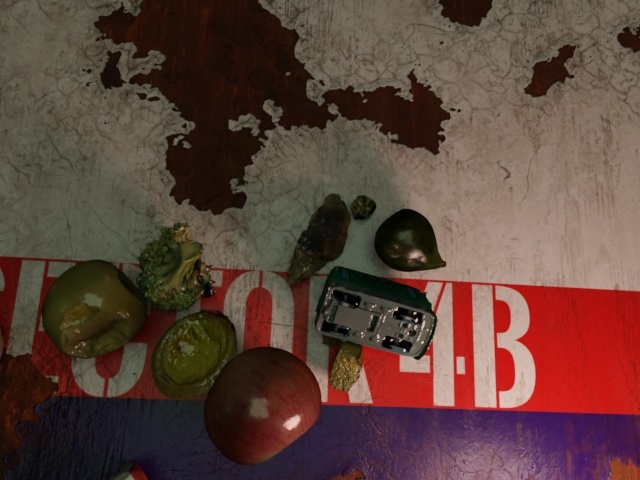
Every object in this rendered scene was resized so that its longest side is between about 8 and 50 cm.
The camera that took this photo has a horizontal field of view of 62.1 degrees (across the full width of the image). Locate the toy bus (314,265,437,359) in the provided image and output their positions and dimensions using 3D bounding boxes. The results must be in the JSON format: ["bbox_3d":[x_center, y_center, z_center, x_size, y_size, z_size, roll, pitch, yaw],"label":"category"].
[{"bbox_3d":[0.160,0.207,1.597,0.344,0.199,0.183,17,112,-3],"label":"toy bus"}]

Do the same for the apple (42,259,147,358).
[{"bbox_3d":[-0.635,0.190,1.495,0.279,0.279,0.279,1,77,-6],"label":"apple"}]

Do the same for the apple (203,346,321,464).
[{"bbox_3d":[-0.163,0.437,1.446,0.345,0.345,0.269,-33,79,-12],"label":"apple"}]

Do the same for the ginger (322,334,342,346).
[{"bbox_3d":[0.024,0.308,1.651,0.097,0.030,0.048,38,48,1],"label":"ginger"}]

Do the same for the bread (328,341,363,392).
[{"bbox_3d":[0.083,0.368,1.595,0.086,0.125,0.156,18,110,4],"label":"bread"}]

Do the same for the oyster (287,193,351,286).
[{"bbox_3d":[-0.001,-0.003,1.677,0.166,0.110,0.341,45,64,-1],"label":"oyster"}]

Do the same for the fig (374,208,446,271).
[{"bbox_3d":[0.292,0.017,1.664,0.245,0.195,0.195,32,76,5],"label":"fig"}]

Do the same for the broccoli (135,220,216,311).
[{"bbox_3d":[-0.398,0.070,1.552,0.247,0.243,0.263,30,55,-14],"label":"broccoli"}]

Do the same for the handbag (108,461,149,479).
[{"bbox_3d":[-0.491,0.774,1.430,0.171,0.151,0.298,-35,87,-18],"label":"handbag"}]

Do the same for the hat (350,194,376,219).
[{"bbox_3d":[0.140,-0.102,1.743,0.076,0.059,0.077,33,70,19],"label":"hat"}]

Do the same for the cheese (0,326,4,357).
[{"bbox_3d":[-1.064,0.302,1.493,0.318,0.115,0.326,-31,82,-12],"label":"cheese"}]

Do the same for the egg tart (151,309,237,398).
[{"bbox_3d":[-0.360,0.335,1.550,0.279,0.095,0.278,-8,55,11],"label":"egg tart"}]
